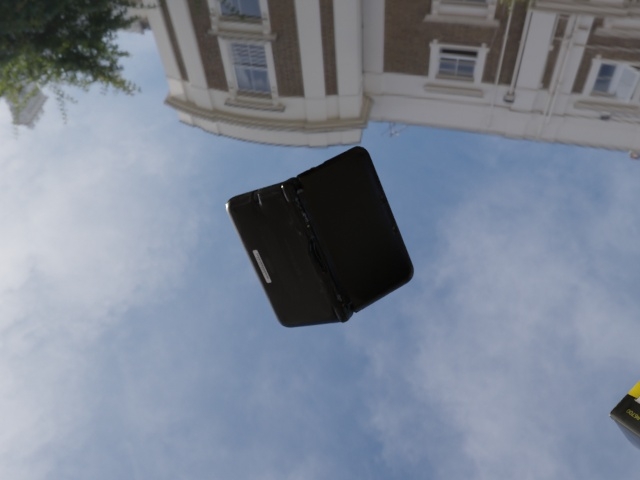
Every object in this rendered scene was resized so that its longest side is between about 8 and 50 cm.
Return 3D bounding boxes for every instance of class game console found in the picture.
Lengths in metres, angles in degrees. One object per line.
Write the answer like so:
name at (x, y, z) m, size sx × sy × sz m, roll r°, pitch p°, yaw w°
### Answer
game console at (0.000, 0.000, 0.526) m, size 0.107 × 0.122 × 0.071 m, roll -12°, pitch -162°, yaw 37°

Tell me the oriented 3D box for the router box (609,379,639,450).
router box at (0.285, 0.110, 0.369) m, size 0.133 × 0.046 × 0.179 m, roll -46°, pitch -152°, yaw -4°
